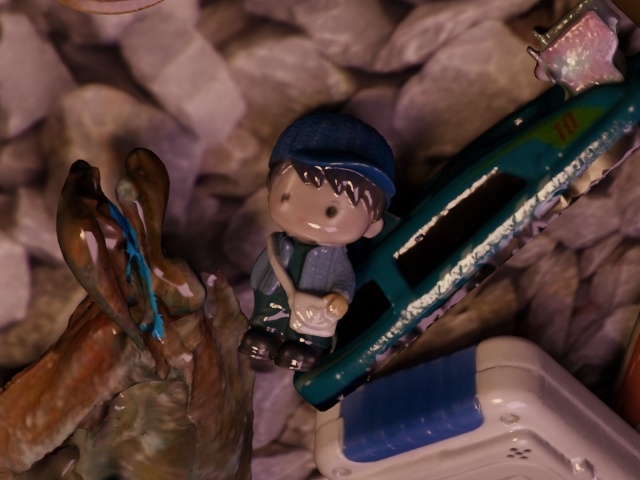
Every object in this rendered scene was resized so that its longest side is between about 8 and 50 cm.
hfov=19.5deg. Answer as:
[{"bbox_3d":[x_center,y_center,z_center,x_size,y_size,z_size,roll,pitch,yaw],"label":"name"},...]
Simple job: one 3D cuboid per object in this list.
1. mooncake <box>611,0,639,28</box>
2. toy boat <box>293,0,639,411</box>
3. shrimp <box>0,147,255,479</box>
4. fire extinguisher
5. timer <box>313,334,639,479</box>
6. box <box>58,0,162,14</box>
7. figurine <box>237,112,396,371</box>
[{"bbox_3d":[0.281,-0.295,0.848,0.467,0.262,0.467,-9,132,-10],"label":"mooncake"},{"bbox_3d":[0.078,-0.020,1.129,0.299,0.134,0.092,-42,94,19],"label":"toy boat"},{"bbox_3d":[-0.143,0.119,1.166,0.221,0.110,0.445,1,133,-11],"label":"shrimp"},{"bbox_3d":[0.233,0.080,1.300,0.062,0.050,0.177,-7,131,-23],"label":"fire extinguisher"},{"bbox_3d":[0.129,0.167,1.282,0.178,0.078,0.253,-22,138,31],"label":"timer"},{"bbox_3d":[-0.106,-0.168,0.960,0.106,0.037,0.105,-11,133,-12],"label":"box"},{"bbox_3d":[0.000,0.000,1.086,0.087,0.086,0.149,0,105,-66],"label":"figurine"}]
